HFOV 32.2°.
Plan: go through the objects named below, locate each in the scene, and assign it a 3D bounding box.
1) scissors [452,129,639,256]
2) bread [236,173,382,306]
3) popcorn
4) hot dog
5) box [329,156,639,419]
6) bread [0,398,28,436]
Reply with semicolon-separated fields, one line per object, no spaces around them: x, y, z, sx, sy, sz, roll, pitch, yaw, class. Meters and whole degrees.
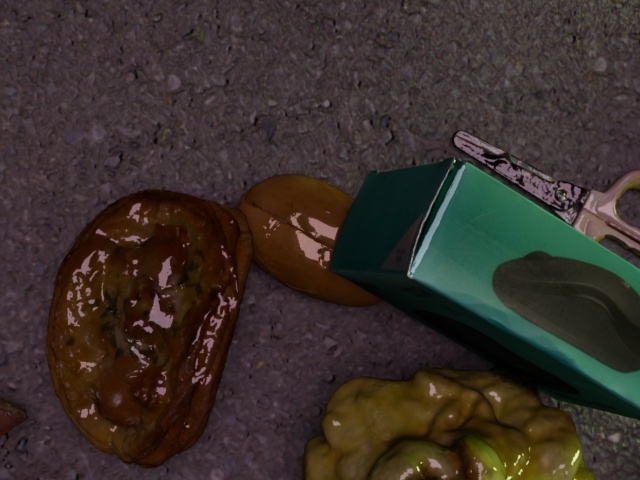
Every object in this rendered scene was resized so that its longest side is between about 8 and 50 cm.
0.280;-0.033;1.190;0.318;0.024;0.160;30;81;-1;scissors
0.000;0.000;1.137;0.189;0.077;0.114;28;77;1;bread
0.122;0.239;1.050;0.287;0.252;0.215;13;122;0;popcorn
-0.166;0.081;1.081;0.196;0.122;0.272;14;81;22;hot dog
0.183;0.051;1.047;0.311;0.205;0.118;30;78;-17;box
-0.397;0.181;1.076;0.192;0.067;0.119;-36;87;-9;bread
